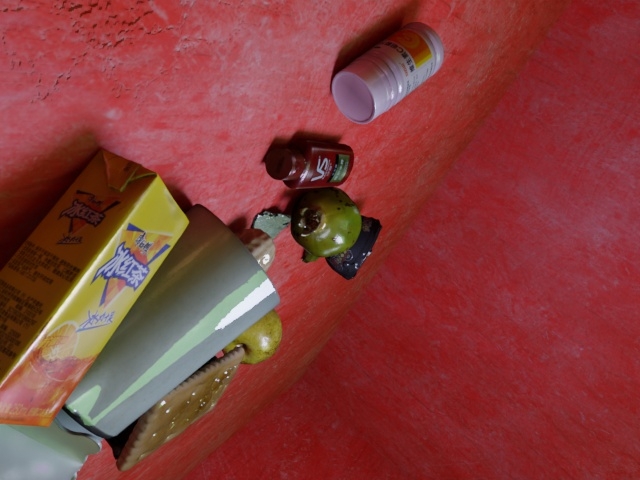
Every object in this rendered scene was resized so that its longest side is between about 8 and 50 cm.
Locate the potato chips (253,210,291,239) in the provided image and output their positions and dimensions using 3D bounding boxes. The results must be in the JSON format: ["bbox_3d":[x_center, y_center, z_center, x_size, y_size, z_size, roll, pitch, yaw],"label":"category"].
[{"bbox_3d":[-0.147,0.016,1.262,0.228,0.059,0.167,-66,165,21],"label":"potato chips"}]

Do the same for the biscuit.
[{"bbox_3d":[-0.297,0.368,1.066,0.217,0.044,0.325,-60,164,16],"label":"biscuit"}]

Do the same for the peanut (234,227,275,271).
[{"bbox_3d":[-0.225,0.090,1.131,0.298,0.120,0.136,-47,-176,4],"label":"peanut"}]

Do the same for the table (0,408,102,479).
[{"bbox_3d":[-0.471,0.325,0.777,0.166,0.198,0.166,-51,-167,16],"label":"table"}]

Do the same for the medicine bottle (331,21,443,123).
[{"bbox_3d":[0.151,-0.372,1.049,0.250,0.133,0.133,-40,161,-24],"label":"medicine bottle"}]

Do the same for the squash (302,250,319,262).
[{"bbox_3d":[0.000,0.000,1.597,0.066,0.066,0.252,-30,155,-49],"label":"squash"}]

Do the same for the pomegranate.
[{"bbox_3d":[0.010,-0.039,1.274,0.198,0.198,0.246,-58,-172,26],"label":"pomegranate"}]

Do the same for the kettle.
[{"bbox_3d":[-0.312,0.146,0.906,0.377,0.250,0.361,-41,-170,-19],"label":"kettle"}]

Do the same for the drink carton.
[{"bbox_3d":[-0.334,0.061,0.645,0.351,0.111,0.154,-60,167,-19],"label":"drink carton"}]

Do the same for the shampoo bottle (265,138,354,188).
[{"bbox_3d":[-0.016,-0.181,1.130,0.314,0.076,0.118,-15,134,-62],"label":"shampoo bottle"}]

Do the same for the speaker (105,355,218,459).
[{"bbox_3d":[-0.401,0.355,1.148,0.232,0.184,0.254,-52,165,8],"label":"speaker"}]

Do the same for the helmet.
[{"bbox_3d":[0.099,0.000,1.685,0.230,0.161,0.278,-59,-172,34],"label":"helmet"}]

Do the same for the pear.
[{"bbox_3d":[-0.213,0.277,1.456,0.197,0.197,0.197,-44,163,-17],"label":"pear"}]
